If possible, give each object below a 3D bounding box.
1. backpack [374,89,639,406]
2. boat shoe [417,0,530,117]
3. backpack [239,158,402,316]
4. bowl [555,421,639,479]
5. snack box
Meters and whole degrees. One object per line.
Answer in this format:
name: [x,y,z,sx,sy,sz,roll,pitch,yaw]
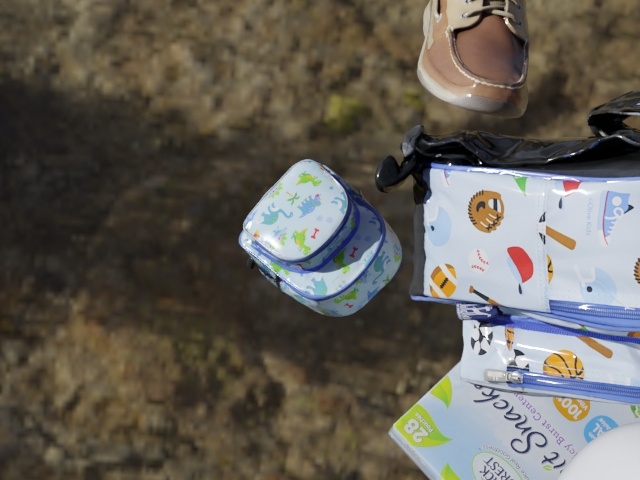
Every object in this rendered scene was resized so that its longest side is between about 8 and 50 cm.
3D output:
backpack: [0.217,0.006,1.147,0.276,0.213,0.263,-12,6,-43]
boat shoe: [0.172,-0.237,1.887,0.123,0.116,0.324,9,28,-10]
backpack: [0.000,0.000,1.385,0.105,0.084,0.114,-47,59,-6]
bowl: [0.273,0.185,1.046,0.297,0.134,0.298,25,2,-1]
snack box: [0.186,0.141,1.340,0.207,0.070,0.174,-43,82,-8]
